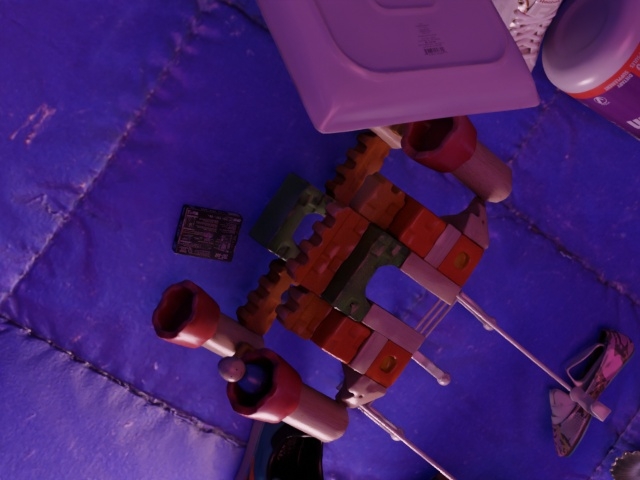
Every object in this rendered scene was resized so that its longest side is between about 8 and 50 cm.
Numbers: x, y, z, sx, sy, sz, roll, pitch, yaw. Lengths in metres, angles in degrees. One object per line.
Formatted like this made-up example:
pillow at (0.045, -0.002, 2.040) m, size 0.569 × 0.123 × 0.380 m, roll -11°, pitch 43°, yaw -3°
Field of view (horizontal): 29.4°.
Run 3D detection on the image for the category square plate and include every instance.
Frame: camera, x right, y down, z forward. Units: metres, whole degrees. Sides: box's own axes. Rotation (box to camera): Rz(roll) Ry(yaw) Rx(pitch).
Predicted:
square plate at (0.075, -0.295, 1.421) m, size 0.347 × 0.049 × 0.344 m, roll -11°, pitch 68°, yaw -36°

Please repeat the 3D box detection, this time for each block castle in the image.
block castle at (0.000, 0.000, 1.548) m, size 0.213 × 0.303 × 0.453 m, roll 34°, pitch 91°, yaw -40°

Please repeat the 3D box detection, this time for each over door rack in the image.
over door rack at (0.218, 0.235, 1.800) m, size 0.324 × 0.108 × 0.239 m, roll 40°, pitch 90°, yaw 4°

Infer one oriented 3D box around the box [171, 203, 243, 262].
box at (-0.153, -0.009, 1.656) m, size 0.083 × 0.018 × 0.067 m, roll 9°, pitch 105°, yaw -25°

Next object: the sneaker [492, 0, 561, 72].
sneaker at (0.270, -0.309, 1.647) m, size 0.106 × 0.123 × 0.290 m, roll -10°, pitch 126°, yaw -16°

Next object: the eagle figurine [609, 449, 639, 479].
eagle figurine at (0.661, 0.398, 2.070) m, size 0.298 × 0.225 × 0.226 m, roll 48°, pitch 41°, yaw 0°

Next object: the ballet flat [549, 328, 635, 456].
ballet flat at (0.418, 0.237, 1.957) m, size 0.079 × 0.077 × 0.221 m, roll 32°, pitch 89°, yaw -10°

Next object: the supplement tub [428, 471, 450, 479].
supplement tub at (0.148, 0.456, 1.898) m, size 0.198 × 0.106 × 0.106 m, roll -37°, pitch 118°, yaw -6°

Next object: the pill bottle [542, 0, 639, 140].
pill bottle at (0.485, -0.233, 1.746) m, size 0.323 × 0.181 × 0.181 m, roll 26°, pitch 97°, yaw -28°

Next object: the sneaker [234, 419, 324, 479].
sneaker at (-0.064, 0.375, 1.772) m, size 0.108 × 0.121 × 0.302 m, roll 5°, pitch 107°, yaw -24°
